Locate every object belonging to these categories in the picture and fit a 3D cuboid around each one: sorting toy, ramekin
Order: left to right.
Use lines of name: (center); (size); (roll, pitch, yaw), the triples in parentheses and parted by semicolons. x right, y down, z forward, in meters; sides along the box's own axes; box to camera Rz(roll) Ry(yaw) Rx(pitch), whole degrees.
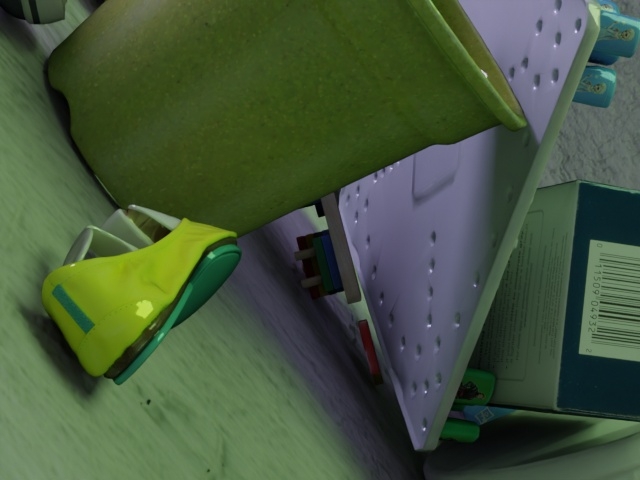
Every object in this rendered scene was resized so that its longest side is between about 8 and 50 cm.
sorting toy: (0.000, 0.000, 1.344); (0.132, 0.046, 0.274); (-26, 101, -88)
ramekin: (0.230, 0.207, 1.298); (0.273, 0.273, 0.127); (-22, 95, -78)

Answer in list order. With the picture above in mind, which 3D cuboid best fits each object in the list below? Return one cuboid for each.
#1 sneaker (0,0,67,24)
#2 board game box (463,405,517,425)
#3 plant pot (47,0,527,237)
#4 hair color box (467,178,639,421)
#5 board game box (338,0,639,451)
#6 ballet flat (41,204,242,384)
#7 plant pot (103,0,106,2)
sneaker: (-0.245, -0.265, 0.968); (0.321, 0.127, 0.126); (81, -3, -47)
board game box: (0.236, 0.172, 1.646); (0.302, 0.086, 0.308); (51, 16, -33)
plant pot: (-0.037, -0.127, 1.079); (0.276, 0.254, 0.276); (53, 13, -18)
hair color box: (0.175, 0.055, 1.296); (0.347, 0.105, 0.173); (170, -72, -73)
board game box: (0.119, -0.090, 1.287); (0.050, 0.390, 0.390); (8, 30, -16)
ballet flat: (-0.103, 0.017, 0.899); (0.077, 0.077, 0.231); (40, 14, 0)
plant pot: (-0.153, -0.253, 1.297); (0.095, 0.134, 0.134); (34, 5, 17)
